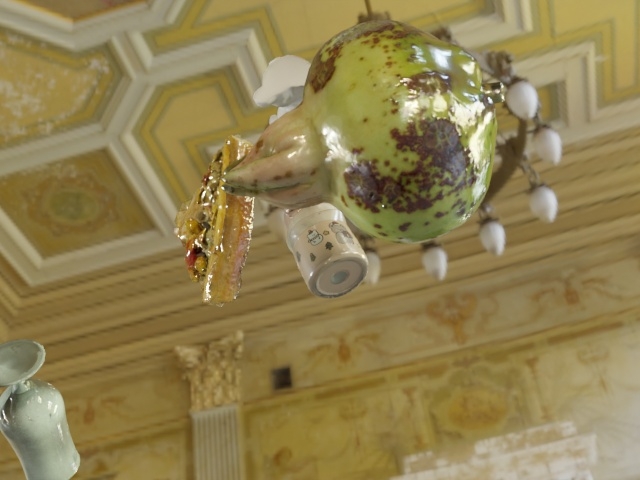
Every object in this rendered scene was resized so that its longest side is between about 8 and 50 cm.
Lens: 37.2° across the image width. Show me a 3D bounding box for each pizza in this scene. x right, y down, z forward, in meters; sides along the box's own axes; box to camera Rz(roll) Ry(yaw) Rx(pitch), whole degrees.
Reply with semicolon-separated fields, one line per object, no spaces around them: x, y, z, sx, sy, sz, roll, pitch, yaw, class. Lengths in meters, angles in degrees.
-0.169;-0.059;1.526;0.074;0.288;0.251;9;-69;-27;pizza

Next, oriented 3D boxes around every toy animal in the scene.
-0.018;-0.190;1.343;0.131;0.127;0.182;-20;-29;2;toy animal

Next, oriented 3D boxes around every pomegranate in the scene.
0.043;-0.109;0.954;0.276;0.222;0.204;1;-42;-24;pomegranate

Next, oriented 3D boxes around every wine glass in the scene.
-0.437;0.269;1.446;0.103;0.103;0.231;-9;-56;0;wine glass

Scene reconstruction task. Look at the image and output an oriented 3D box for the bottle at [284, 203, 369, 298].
0.001;-0.001;1.316;0.098;0.152;0.099;-17;-41;-15;bottle
